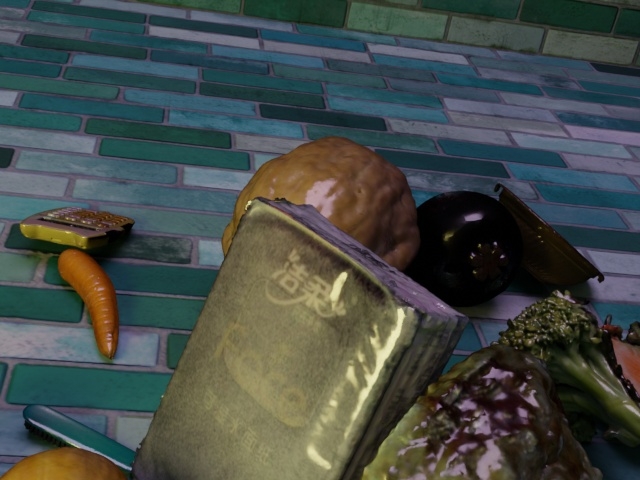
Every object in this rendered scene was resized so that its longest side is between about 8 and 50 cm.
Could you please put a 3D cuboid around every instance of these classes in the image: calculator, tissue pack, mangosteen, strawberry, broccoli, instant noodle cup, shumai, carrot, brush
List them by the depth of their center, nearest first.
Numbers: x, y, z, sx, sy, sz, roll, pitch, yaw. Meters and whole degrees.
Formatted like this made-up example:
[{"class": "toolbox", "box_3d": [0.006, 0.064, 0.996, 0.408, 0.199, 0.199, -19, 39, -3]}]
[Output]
[{"class": "shumai", "box_3d": [0.218, 0.329, 0.974, 0.348, 0.395, 0.395, 29, 34, 32]}, {"class": "tissue pack", "box_3d": [-0.038, 0.183, 1.094, 0.288, 0.394, 0.124, 35, 15, 37]}, {"class": "brush", "box_3d": [-0.305, 0.270, 1.234, 0.193, 0.032, 0.043, 27, 27, 4]}, {"class": "broccoli", "box_3d": [0.332, 0.214, 1.362, 0.180, 0.242, 0.273, -14, 40, -11]}, {"class": "strawberry", "box_3d": [0.487, 0.230, 1.474, 0.188, 0.106, 0.286, 18, 26, 5]}, {"class": "carrot", "box_3d": [-0.354, 0.092, 1.496, 0.066, 0.062, 0.271, 29, 14, -48]}, {"class": "calculator", "box_3d": [-0.420, -0.026, 1.656, 0.157, 0.033, 0.236, 11, 13, 8]}, {"class": "mangosteen", "box_3d": [0.247, 0.011, 1.690, 0.243, 0.242, 0.243, 8, 30, -5]}, {"class": "instant noodle cup", "box_3d": [0.412, 0.010, 1.804, 0.274, 0.090, 0.274, 40, 10, -8]}]

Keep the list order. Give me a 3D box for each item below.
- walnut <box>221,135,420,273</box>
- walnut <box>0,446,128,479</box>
[{"class": "walnut", "box_3d": [-0.003, -0.002, 1.524, 0.306, 0.306, 0.344, 24, 32, 21]}, {"class": "walnut", "box_3d": [-0.265, 0.345, 0.945, 0.203, 0.203, 0.297, 4, 34, -13]}]
